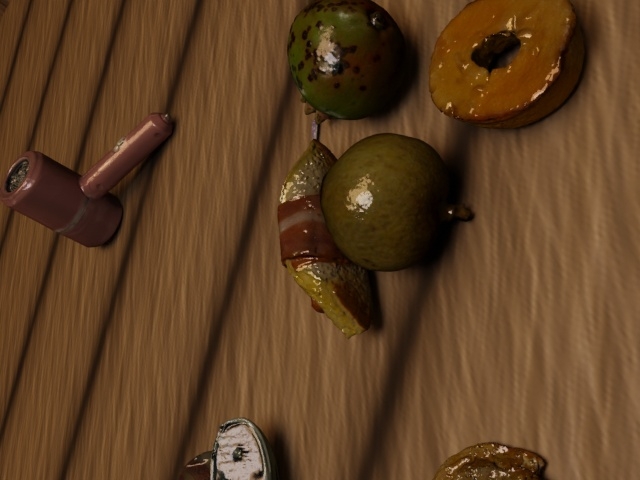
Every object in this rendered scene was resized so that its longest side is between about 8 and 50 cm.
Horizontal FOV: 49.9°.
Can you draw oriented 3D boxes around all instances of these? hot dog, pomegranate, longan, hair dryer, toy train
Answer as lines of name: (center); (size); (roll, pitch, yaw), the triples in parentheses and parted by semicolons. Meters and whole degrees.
hot dog: (-0.002, 0.003, 0.875); (0.093, 0.123, 0.261); (-25, 56, 31)
pomegranate: (0.026, -0.228, 0.902); (0.205, 0.159, 0.159); (127, 140, -59)
longan: (0.086, -0.042, 0.789); (0.176, 0.145, 0.155); (16, 119, 10)
hair dryer: (-0.436, -0.150, 1.357); (0.352, 0.210, 0.125); (-39, 46, 15)
toy train: (-0.080, 0.432, 0.858); (0.086, 0.088, 0.407); (-10, 67, 9)

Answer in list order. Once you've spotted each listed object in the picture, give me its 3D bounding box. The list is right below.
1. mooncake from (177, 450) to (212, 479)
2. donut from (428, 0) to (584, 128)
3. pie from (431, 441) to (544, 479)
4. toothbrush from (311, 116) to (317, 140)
mooncake: (-0.170, 0.374, 0.977); (0.130, 0.073, 0.125); (-56, 43, 35)
donut: (0.204, -0.195, 0.755); (0.178, 0.065, 0.162); (20, 89, 50)
pie: (0.163, 0.247, 0.684); (0.170, 0.034, 0.092); (-21, 44, 47)
toothbrush: (-0.007, -0.162, 1.013); (0.011, 0.013, 0.131); (-14, 71, 50)
